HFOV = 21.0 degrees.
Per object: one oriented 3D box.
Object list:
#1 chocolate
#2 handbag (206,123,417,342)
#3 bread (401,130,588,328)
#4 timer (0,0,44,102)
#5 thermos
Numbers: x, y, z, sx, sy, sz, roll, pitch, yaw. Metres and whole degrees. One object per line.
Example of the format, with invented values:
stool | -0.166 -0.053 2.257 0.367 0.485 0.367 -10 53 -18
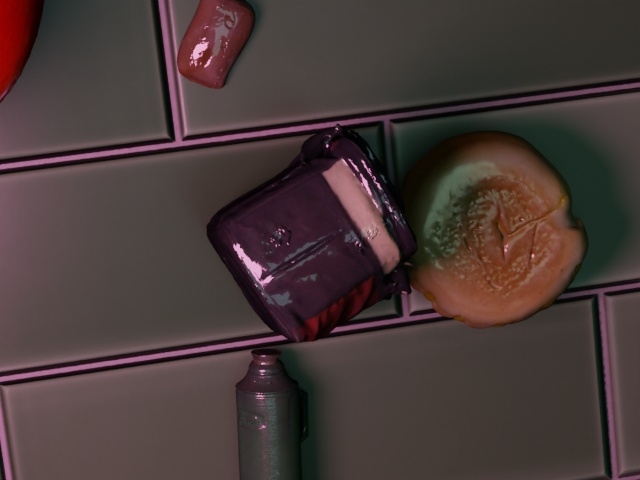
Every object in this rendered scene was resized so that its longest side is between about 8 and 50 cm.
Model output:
chocolate | -0.109 -0.207 1.776 0.064 0.031 0.100 27 95 -9
handbag | 0.000 0.000 1.716 0.181 0.254 0.181 -34 92 -6
bread | 0.174 -0.011 1.823 0.213 0.105 0.213 -2 104 -10
timer | -0.440 -0.247 1.571 0.378 0.279 0.378 -1 107 -3
thermos | -0.049 0.209 1.836 0.083 0.073 0.187 -3 100 -8
